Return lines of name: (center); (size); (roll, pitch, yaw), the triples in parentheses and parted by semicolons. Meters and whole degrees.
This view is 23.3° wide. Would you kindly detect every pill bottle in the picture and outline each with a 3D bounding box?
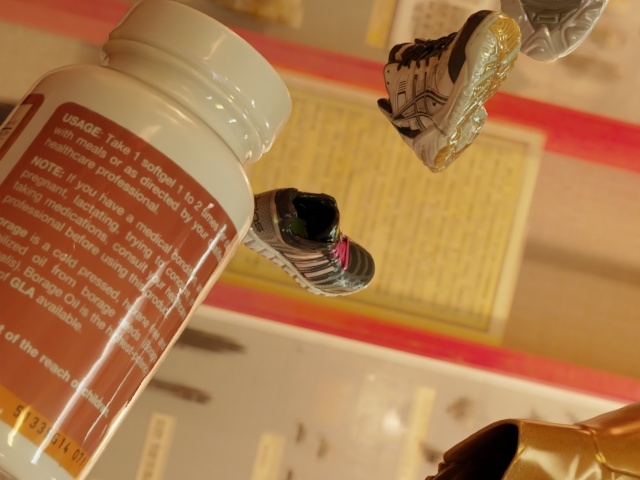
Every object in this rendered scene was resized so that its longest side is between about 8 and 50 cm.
pill bottle: (-0.106, 0.001, 0.701); (0.216, 0.121, 0.121); (-57, 174, -18)

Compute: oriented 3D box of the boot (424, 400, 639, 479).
boot: (0.200, 0.150, 1.065); (0.295, 0.211, 0.104); (-48, -135, 13)

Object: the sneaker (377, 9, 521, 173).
sneaker: (0.036, -0.051, 0.489); (0.032, 0.037, 0.083); (-42, 170, -23)

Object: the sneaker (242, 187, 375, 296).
sneaker: (0.000, 0.000, 1.398); (0.075, 0.170, 0.063); (-19, -128, 39)

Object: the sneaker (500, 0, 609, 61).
sneaker: (0.202, -0.249, 1.178); (0.115, 0.090, 0.232); (-23, 128, -67)
